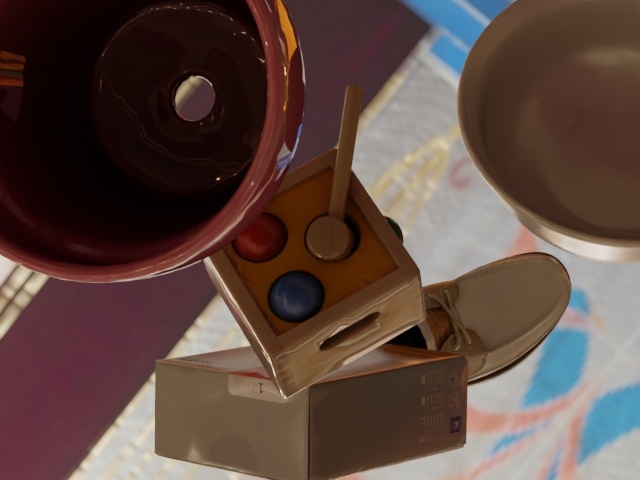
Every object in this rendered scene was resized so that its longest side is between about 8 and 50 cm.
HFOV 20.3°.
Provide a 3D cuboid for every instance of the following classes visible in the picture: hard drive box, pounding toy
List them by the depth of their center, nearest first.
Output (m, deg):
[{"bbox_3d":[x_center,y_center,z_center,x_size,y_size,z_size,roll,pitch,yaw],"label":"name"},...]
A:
[{"bbox_3d":[0.000,0.000,1.156,0.130,0.141,0.100,57,171,26],"label":"pounding toy"},{"bbox_3d":[-0.005,0.148,1.600,0.181,0.089,0.232,5,-173,38],"label":"hard drive box"}]

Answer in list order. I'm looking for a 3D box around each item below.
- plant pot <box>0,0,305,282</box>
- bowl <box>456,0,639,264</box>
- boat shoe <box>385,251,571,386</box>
[{"bbox_3d":[-0.097,-0.080,0.978,0.201,0.201,0.180,40,-170,8],"label":"plant pot"},{"bbox_3d":[0.270,-0.087,1.593,0.298,0.298,0.134,42,159,25],"label":"bowl"},{"bbox_3d":[0.118,0.100,1.801,0.113,0.302,0.103,61,180,16],"label":"boat shoe"}]
